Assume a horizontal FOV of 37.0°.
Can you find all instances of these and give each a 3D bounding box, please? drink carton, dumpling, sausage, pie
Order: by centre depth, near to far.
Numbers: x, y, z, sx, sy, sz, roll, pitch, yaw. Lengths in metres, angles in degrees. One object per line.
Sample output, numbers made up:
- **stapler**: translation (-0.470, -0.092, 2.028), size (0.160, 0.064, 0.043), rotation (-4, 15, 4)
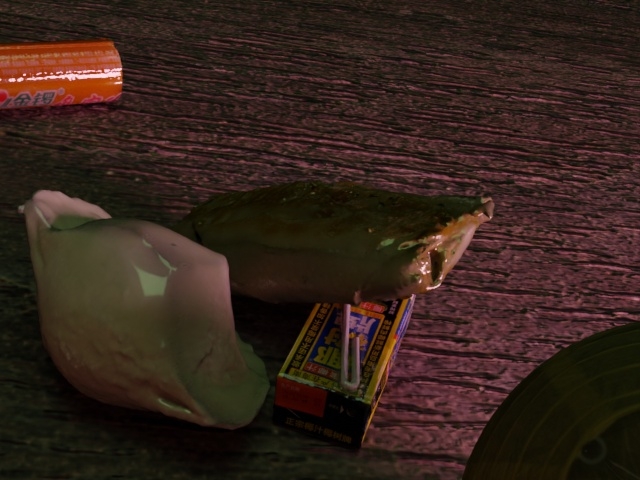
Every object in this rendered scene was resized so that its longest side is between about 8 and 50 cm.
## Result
- **dumpling**: translation (-0.115, 0.052, 0.693), size (0.215, 0.126, 0.166), rotation (17, 5, 25)
- **drink carton**: translation (0.023, 0.080, 0.733), size (0.071, 0.056, 0.166), rotation (13, 32, 11)
- **pie**: translation (0.000, 0.000, 0.748), size (0.282, 0.068, 0.128), rotation (0, 34, 41)
- **sausage**: translation (-0.330, -0.172, 1.002), size (0.234, 0.071, 0.071), rotation (-10, 38, -30)

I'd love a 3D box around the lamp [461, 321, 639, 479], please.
- **lamp**: translation (0.198, 0.173, 0.510), size (0.250, 0.284, 0.250), rotation (-10, 62, 19)
